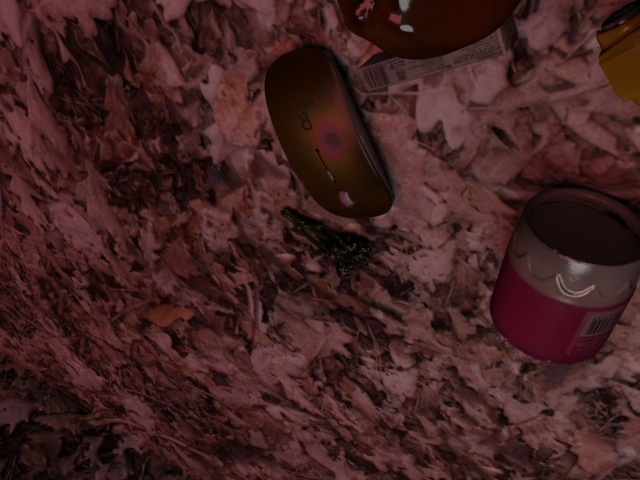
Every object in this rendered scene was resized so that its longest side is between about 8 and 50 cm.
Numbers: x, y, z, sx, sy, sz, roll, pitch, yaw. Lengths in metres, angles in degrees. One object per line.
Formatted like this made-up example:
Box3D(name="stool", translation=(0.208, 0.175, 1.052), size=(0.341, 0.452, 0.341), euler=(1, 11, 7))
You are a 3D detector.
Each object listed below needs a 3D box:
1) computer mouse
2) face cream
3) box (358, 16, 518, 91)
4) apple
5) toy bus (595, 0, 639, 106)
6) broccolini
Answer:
Box3D(name="computer mouse", translation=(0.014, -0.161, 1.038), size=(0.158, 0.072, 0.310), euler=(-5, 121, 41))
Box3D(name="face cream", translation=(0.345, 0.049, 0.889), size=(0.175, 0.175, 0.195), euler=(23, 134, 19))
Box3D(name="box", translation=(0.156, -0.255, 0.865), size=(0.218, 0.055, 0.039), euler=(-6, 121, 39))
Box3D(name="apple", translation=(0.123, -0.319, 0.720), size=(0.234, 0.234, 0.234), euler=(20, 133, 22))
Box3D(name="toy bus", translation=(0.444, -0.237, 0.619), size=(0.335, 0.123, 0.121), euler=(-25, 107, 45))
Box3D(name="broccolini", translation=(0.001, -0.008, 1.179), size=(0.201, 0.074, 0.058), euler=(34, 154, 12))
